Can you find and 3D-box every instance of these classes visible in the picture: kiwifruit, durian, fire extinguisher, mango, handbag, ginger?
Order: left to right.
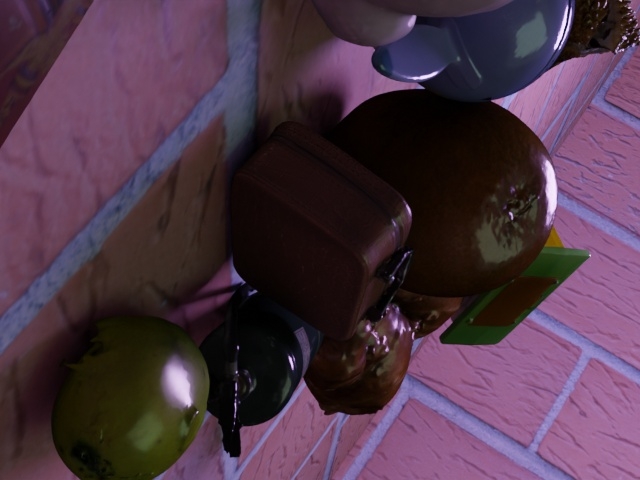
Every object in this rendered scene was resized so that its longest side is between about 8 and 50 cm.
[{"bbox_3d":[-0.130,0.112,0.782,0.178,0.100,0.119,-52,167,-75],"label":"mango"},{"bbox_3d":[-0.059,0.103,0.949,0.294,0.093,0.118,-42,128,-81],"label":"fire extinguisher"},{"bbox_3d":[0.000,0.000,0.884,0.072,0.151,0.193,-50,164,-26],"label":"handbag"},{"bbox_3d":[0.080,0.057,1.354,0.357,0.152,0.274,-56,155,-6],"label":"ginger"},{"bbox_3d":[0.098,-0.047,0.989,0.196,0.234,0.195,-16,115,-37],"label":"kiwifruit"},{"bbox_3d":[0.262,-0.269,1.309,0.237,0.137,0.193,-14,-172,36],"label":"durian"}]

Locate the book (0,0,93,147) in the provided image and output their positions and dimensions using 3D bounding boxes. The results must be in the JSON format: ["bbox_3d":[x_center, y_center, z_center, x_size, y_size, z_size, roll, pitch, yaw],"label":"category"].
[{"bbox_3d":[-0.116,-0.152,0.362,0.373,0.028,0.262,-58,169,0],"label":"book"}]

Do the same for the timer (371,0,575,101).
[{"bbox_3d":[0.089,-0.185,0.859,0.256,0.175,0.175,-12,140,-34],"label":"timer"}]

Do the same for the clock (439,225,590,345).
[{"bbox_3d":[0.221,-0.017,1.494,0.106,0.255,0.219,4,141,-32],"label":"clock"}]

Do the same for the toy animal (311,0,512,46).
[{"bbox_3d":[0.141,-0.239,0.682,0.368,0.196,0.241,-25,163,-48],"label":"toy animal"}]
